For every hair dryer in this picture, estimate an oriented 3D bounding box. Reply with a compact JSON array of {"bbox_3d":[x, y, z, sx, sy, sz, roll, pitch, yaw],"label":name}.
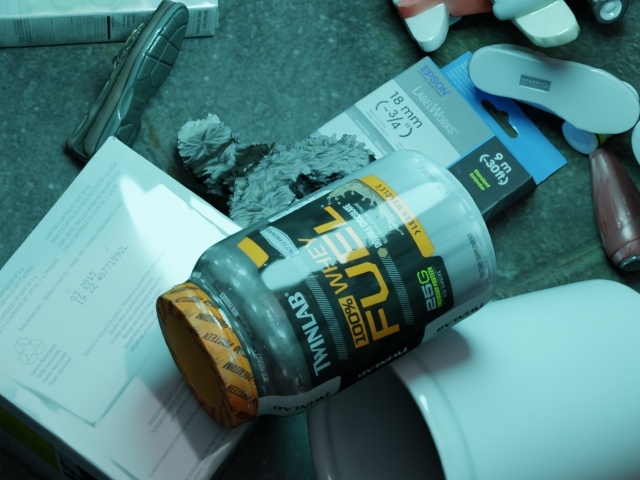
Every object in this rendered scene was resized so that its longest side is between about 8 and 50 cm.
[{"bbox_3d":[0.502,-0.024,2.109,0.293,0.080,0.223,42,53,4],"label":"hair dryer"}]

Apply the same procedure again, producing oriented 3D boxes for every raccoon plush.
[{"bbox_3d":[0.000,0.000,1.987,0.216,0.299,0.446,-31,37,-7],"label":"raccoon plush"}]

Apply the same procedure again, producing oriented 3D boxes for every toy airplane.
[{"bbox_3d":[0.268,-0.437,2.117,0.386,0.272,0.384,19,47,25],"label":"toy airplane"}]

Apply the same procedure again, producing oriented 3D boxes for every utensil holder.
[{"bbox_3d":[0.228,0.231,1.782,0.386,0.327,0.327,-14,70,-27],"label":"utensil holder"}]

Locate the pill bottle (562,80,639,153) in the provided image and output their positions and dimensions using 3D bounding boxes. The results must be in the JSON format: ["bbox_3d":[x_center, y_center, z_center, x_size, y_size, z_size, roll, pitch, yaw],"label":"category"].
[{"bbox_3d":[0.423,-0.187,2.154,0.116,0.065,0.065,-41,78,-20],"label":"pill bottle"}]

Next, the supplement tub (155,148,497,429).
[{"bbox_3d":[0.005,0.056,1.566,0.338,0.207,0.207,-29,74,-20],"label":"supplement tub"}]

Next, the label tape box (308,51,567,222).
[{"bbox_3d":[0.177,-0.133,2.078,0.334,0.106,0.240,-35,77,-19],"label":"label tape box"}]

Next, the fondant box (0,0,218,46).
[{"bbox_3d":[-0.329,-0.419,2.134,0.330,0.096,0.238,-4,69,-10],"label":"fondant box"}]

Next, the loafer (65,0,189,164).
[{"bbox_3d":[-0.279,-0.229,2.038,0.084,0.096,0.267,25,87,18],"label":"loafer"}]

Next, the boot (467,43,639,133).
[{"bbox_3d":[0.351,-0.236,2.116,0.258,0.095,0.123,22,22,11],"label":"boot"}]

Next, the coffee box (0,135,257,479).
[{"bbox_3d":[-0.229,0.148,1.782,0.338,0.334,0.337,35,68,4],"label":"coffee box"}]

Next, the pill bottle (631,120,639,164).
[{"bbox_3d":[0.605,-0.207,2.111,0.318,0.176,0.176,-38,77,-26],"label":"pill bottle"}]
